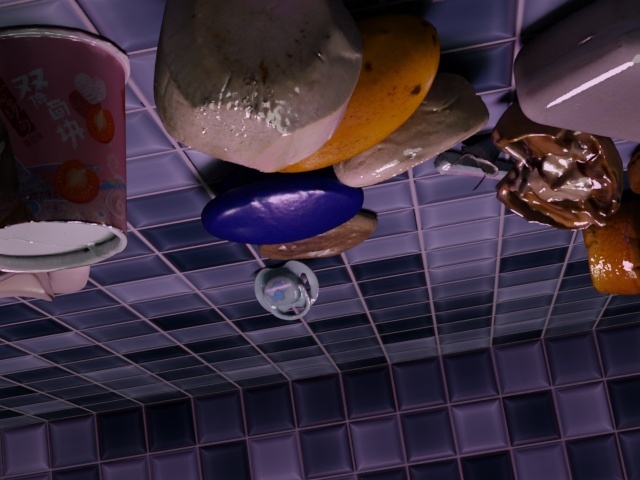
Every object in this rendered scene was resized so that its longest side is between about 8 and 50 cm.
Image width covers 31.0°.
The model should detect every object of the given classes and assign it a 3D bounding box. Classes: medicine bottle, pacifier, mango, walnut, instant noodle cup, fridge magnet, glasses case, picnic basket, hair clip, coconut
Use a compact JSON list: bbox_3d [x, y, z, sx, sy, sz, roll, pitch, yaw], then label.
[{"bbox_3d":[0.452,-0.225,1.537,0.375,0.123,0.282,4,159,-38],"label":"medicine bottle"},{"bbox_3d":[-0.061,0.099,2.430,0.150,0.126,0.116,-24,-177,25],"label":"pacifier"},{"bbox_3d":[0.018,-0.183,1.420,0.290,0.159,0.191,-24,154,15],"label":"mango"},{"bbox_3d":[0.371,-0.125,1.757,0.204,0.141,0.238,17,153,20],"label":"walnut"},{"bbox_3d":[-0.336,-0.098,1.369,0.243,0.231,0.243,-8,163,-3],"label":"instant noodle cup"},{"bbox_3d":[-0.061,-0.058,1.855,0.266,0.112,0.265,-7,164,-2],"label":"fridge magnet"},{"bbox_3d":[-0.472,0.058,2.144,0.081,0.051,0.204,-2,163,-18],"label":"glasses case"},{"bbox_3d":[0.253,-0.129,1.854,0.083,0.083,0.065,-48,124,5],"label":"picnic basket"},{"bbox_3d":[-0.573,0.043,1.968,0.173,0.113,0.282,-8,169,-2],"label":"hair clip"},{"bbox_3d":[-0.071,-0.184,1.236,0.241,0.241,0.241,-8,164,-2],"label":"coconut"}]

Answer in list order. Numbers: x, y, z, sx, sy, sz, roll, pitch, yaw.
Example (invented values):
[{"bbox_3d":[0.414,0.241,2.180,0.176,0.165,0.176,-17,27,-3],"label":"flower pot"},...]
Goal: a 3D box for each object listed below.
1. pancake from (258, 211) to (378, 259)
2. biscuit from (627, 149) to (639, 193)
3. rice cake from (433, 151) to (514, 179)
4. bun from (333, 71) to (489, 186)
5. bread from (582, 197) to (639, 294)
[{"bbox_3d":[0.000,0.000,2.197,0.242,0.050,0.242,-7,165,-2],"label":"pancake"},{"bbox_3d":[0.732,-0.147,2.048,0.394,0.070,0.350,0,164,-27],"label":"biscuit"},{"bbox_3d":[0.272,-0.123,1.952,0.208,0.033,0.033,4,150,-41],"label":"rice cake"},{"bbox_3d":[0.120,-0.160,1.578,0.237,0.116,0.210,-30,-177,-38],"label":"bun"},{"bbox_3d":[0.613,0.016,2.325,0.143,0.195,0.270,-7,169,20],"label":"bread"}]
